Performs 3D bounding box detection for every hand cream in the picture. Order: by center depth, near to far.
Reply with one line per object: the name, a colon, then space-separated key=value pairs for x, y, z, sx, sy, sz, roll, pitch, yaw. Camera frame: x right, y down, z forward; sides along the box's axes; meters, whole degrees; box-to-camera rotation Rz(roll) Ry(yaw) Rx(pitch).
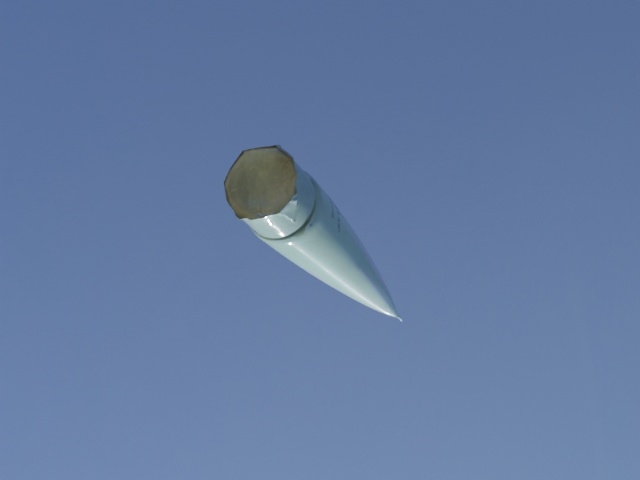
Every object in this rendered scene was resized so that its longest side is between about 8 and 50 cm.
hand cream: x=0.000 y=0.000 z=0.826 sx=0.050 sy=0.205 sz=0.078 roll=-46 pitch=-119 yaw=0
